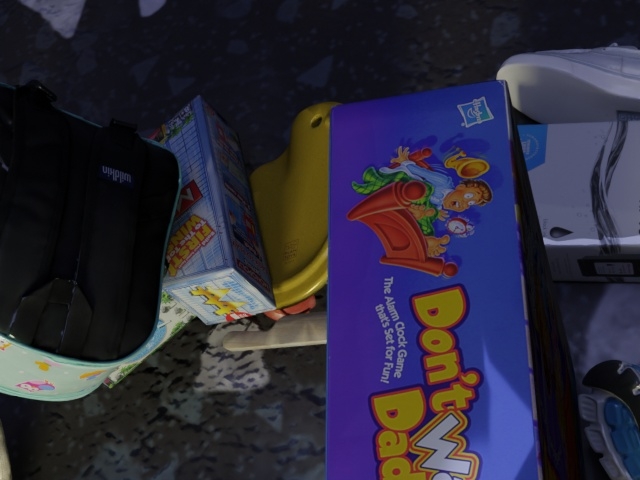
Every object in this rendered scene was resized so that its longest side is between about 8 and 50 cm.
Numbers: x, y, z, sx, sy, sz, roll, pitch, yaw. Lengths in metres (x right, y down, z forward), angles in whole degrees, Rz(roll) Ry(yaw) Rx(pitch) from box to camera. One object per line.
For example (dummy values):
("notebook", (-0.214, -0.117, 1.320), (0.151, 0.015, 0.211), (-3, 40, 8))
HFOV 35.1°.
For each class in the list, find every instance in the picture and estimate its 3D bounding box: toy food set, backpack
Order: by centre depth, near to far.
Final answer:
("backpack", (-0.189, 0.013, 0.676), (0.144, 0.166, 0.188), (-38, 43, 35))
("toy food set", (0.000, 0.000, 0.785), (0.128, 0.071, 0.218), (-18, 52, 38))

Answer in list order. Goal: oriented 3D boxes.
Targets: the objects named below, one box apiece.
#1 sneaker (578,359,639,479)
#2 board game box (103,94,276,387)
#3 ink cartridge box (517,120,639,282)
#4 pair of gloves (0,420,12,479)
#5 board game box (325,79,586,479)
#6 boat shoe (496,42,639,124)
("sneaker", (0.225, 0.162, 0.610), (0.071, 0.083, 0.191), (-32, 64, 54))
("board game box", (-0.120, 0.011, 0.780), (0.194, 0.060, 0.194), (-40, 43, 5))
("ink cartridge box", (0.217, -0.028, 0.718), (0.180, 0.060, 0.104), (-1, 62, 20))
("pair of gloves", (-0.316, 0.129, 0.758), (0.240, 0.204, 0.042), (30, 34, 31))
("board game box", (0.088, 0.118, 0.514), (0.078, 0.347, 0.233), (-7, 61, 15))
("boat shoe", (0.229, -0.120, 0.766), (0.184, 0.066, 0.063), (11, 53, 27))
